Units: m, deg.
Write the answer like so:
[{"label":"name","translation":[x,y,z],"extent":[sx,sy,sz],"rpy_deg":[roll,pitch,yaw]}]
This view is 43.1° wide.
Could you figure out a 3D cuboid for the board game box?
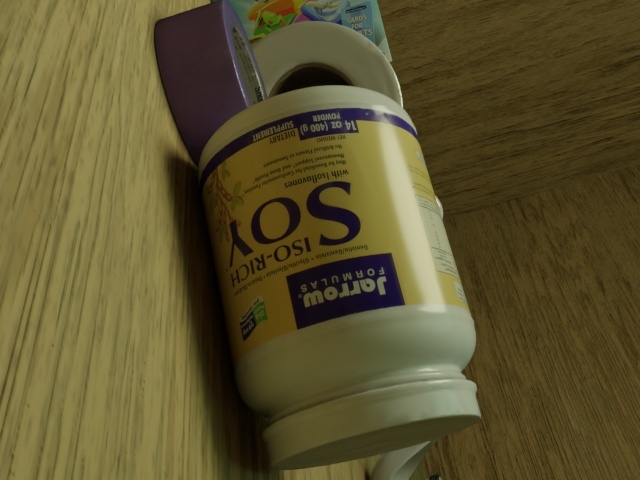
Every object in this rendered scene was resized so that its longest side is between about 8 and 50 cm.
[{"label":"board game box","translation":[-0.045,-0.407,1.312],"extent":[0.336,0.254,0.079],"rpy_deg":[67,10,-45]}]

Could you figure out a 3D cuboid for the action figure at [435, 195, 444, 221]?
[{"label":"action figure","translation":[0.144,0.117,1.511],"extent":[0.275,0.248,0.370],"rpy_deg":[107,6,-60]}]

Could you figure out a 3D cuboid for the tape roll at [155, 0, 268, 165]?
[{"label":"tape roll","translation":[-0.115,-0.172,0.927],"extent":[0.189,0.080,0.189],"rpy_deg":[-15,90,-84]}]

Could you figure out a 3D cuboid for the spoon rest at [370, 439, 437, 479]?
[{"label":"spoon rest","translation":[0.168,0.376,1.488],"extent":[0.137,0.084,0.276],"rpy_deg":[12,100,-63]}]

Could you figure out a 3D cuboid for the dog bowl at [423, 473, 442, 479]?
[{"label":"dog bowl","translation":[0.149,0.548,1.133],"extent":[0.408,0.150,0.408],"rpy_deg":[-15,90,-84]}]

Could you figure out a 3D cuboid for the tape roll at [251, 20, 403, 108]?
[{"label":"tape roll","translation":[-0.001,-0.170,1.159],"extent":[0.169,0.246,0.246],"rpy_deg":[8,66,-82]}]

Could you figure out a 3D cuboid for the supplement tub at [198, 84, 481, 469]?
[{"label":"supplement tub","translation":[0.017,0.041,0.818],"extent":[0.241,0.241,0.331],"rpy_deg":[58,17,-68]}]
